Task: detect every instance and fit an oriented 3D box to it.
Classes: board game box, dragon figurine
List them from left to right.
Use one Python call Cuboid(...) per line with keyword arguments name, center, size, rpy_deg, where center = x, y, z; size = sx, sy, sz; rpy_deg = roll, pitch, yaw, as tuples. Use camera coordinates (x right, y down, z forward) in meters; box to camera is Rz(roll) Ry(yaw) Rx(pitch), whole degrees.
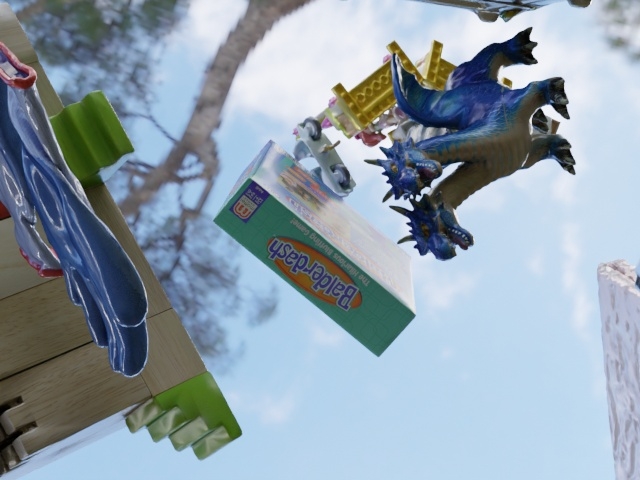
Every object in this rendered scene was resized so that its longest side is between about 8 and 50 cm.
Cuboid(name="board game box", center=(0.000, 0.000, 1.188), size=(0.160, 0.210, 0.047), rpy_deg=(40, -80, -5))
Cuboid(name="dragon figurine", center=(0.093, -0.088, 1.075), size=(0.144, 0.289, 0.085), rpy_deg=(-12, -59, -1))

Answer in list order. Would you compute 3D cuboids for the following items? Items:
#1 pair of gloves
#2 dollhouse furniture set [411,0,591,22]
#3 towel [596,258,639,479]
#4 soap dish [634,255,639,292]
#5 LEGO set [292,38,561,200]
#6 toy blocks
Cuboid(name="pair of gloves", center=(-0.125, -0.029, 0.671), size=(0.023, 0.198, 0.159), rpy_deg=(-27, -57, -18))
Cuboid(name="dollhouse furniture set", center=(0.047, -0.263, 1.133), size=(0.302, 0.197, 0.151), rpy_deg=(6, -88, -18))
Cuboid(name="towel", center=(0.362, 0.209, 1.532), size=(0.053, 0.317, 0.331), rpy_deg=(-8, -78, -8))
Cuboid(name="soap dish", center=(0.287, 0.049, 0.763), size=(0.118, 0.291, 0.229), rpy_deg=(-47, -10, 1))
Cuboid(name="LEGO set", center=(0.080, -0.109, 1.415), size=(0.287, 0.107, 0.132), rpy_deg=(-13, -100, -35))
Cuboid(name="toy blocks", center=(-0.257, 0.020, 0.955), size=(0.261, 0.191, 0.381), rpy_deg=(-24, -99, -40))
